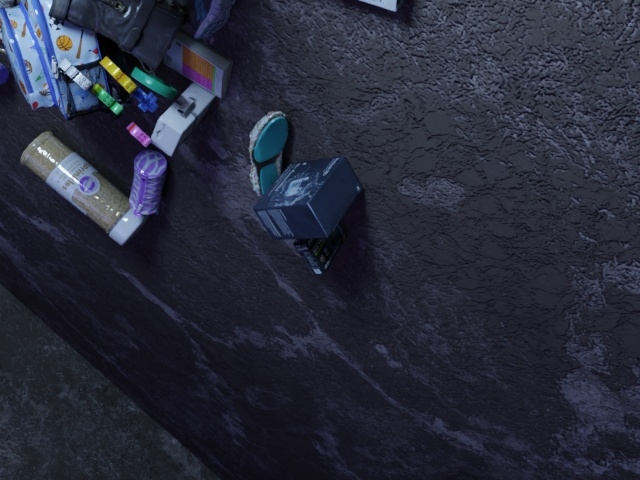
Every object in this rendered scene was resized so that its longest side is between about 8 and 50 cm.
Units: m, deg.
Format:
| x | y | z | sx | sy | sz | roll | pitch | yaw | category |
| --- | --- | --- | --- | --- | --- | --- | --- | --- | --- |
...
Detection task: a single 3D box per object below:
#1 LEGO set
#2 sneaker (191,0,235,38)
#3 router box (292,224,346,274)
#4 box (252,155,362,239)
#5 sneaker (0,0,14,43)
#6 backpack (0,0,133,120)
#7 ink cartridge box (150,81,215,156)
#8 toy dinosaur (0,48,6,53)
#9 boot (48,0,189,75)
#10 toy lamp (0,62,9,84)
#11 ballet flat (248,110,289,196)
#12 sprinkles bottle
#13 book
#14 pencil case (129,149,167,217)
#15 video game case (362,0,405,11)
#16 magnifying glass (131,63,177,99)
| x | y | z | sx | sy | sz | roll | pitch | yaw | category |
| --- | --- | --- | --- | --- | --- | --- | --- | --- | --- |
| -0.377 | -0.275 | 1.330 | 0.227 | 0.087 | 0.093 | 45 | 177 | -42 | LEGO set |
| -0.200 | -0.431 | 1.246 | 0.076 | 0.065 | 0.166 | 53 | 142 | 2 | sneaker |
| 0.000 | 0.000 | 1.531 | 0.038 | 0.122 | 0.092 | -9 | 128 | 40 | router box |
| -0.025 | -0.086 | 1.418 | 0.158 | 0.156 | 0.093 | -2 | 131 | 41 | box |
| -0.711 | -0.511 | 1.542 | 0.088 | 0.092 | 0.225 | 46 | 166 | 16 | sneaker |
| -0.522 | -0.399 | 1.386 | 0.276 | 0.213 | 0.263 | 44 | 139 | 41 | backpack |
| -0.287 | -0.255 | 1.449 | 0.056 | 0.135 | 0.099 | 36 | 146 | -7 | ink cartridge box |
| -0.693 | -0.427 | 1.674 | 0.183 | 0.053 | 0.093 | 15 | 126 | 15 | toy dinosaur |
| -0.347 | -0.463 | 1.266 | 0.229 | 0.263 | 0.091 | 20 | -166 | -25 | boot |
| -0.917 | -0.462 | 1.779 | 0.274 | 0.080 | 0.080 | 21 | 144 | 18 | toy lamp |
| -0.120 | -0.187 | 1.449 | 0.077 | 0.091 | 0.241 | 53 | 150 | 29 | ballet flat |
| -0.641 | -0.141 | 1.898 | 0.355 | 0.121 | 0.121 | 41 | 145 | -8 | sprinkles bottle |
| -0.250 | -0.355 | 1.392 | 0.144 | 0.035 | 0.096 | 32 | 149 | 4 | book |
| -0.441 | -0.142 | 1.760 | 0.086 | 0.088 | 0.206 | 31 | 145 | 2 | pencil case |
| 0.025 | -0.466 | 1.016 | 0.232 | 0.042 | 0.210 | 23 | 144 | 16 | video game case |
| -0.347 | -0.327 | 1.402 | 0.092 | 0.026 | 0.231 | 27 | -170 | -30 | magnifying glass |
